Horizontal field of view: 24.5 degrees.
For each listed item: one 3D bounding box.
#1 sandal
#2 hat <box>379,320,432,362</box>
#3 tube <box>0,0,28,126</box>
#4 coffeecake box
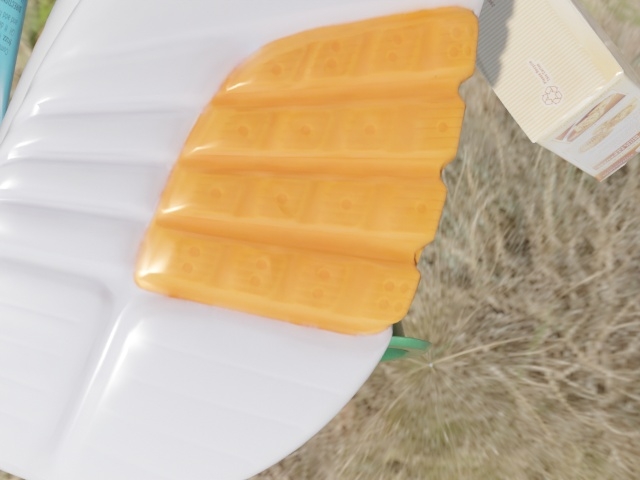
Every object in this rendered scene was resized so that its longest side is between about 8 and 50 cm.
[{"bbox_3d":[-0.009,-0.062,0.370,0.102,0.076,0.265,26,82,-18],"label":"sandal"},{"bbox_3d":[0.000,0.000,1.128,0.209,0.173,0.183,-9,79,25],"label":"hat"},{"bbox_3d":[-0.111,-0.140,0.485,0.052,0.080,0.207,1,76,33],"label":"tube"},{"bbox_3d":[0.143,-0.122,0.934,0.068,0.185,0.142,-39,72,15],"label":"coffeecake box"}]
